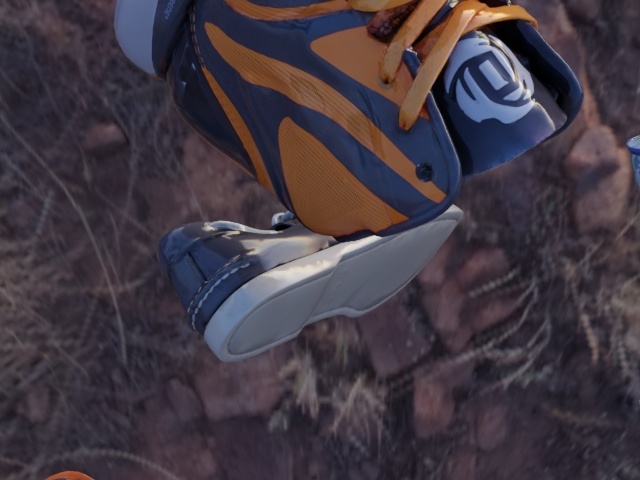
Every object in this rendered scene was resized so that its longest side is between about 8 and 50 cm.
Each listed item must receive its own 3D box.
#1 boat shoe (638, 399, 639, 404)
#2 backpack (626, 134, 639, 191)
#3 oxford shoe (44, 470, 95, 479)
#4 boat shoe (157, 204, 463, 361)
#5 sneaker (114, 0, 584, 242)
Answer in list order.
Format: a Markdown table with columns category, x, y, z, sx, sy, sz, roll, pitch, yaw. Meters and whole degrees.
| category | x | y | z | sx | sy | sz | roll | pitch | yaw |
| --- | --- | --- | --- | --- | --- | --- | --- | --- | --- |
| boat shoe | 0.425 | 0.173 | 1.536 | 0.095 | 0.254 | 0.079 | 41 | 78 | -24 |
| backpack | 0.353 | -0.090 | 1.489 | 0.114 | 0.105 | 0.084 | -14 | 101 | 4 |
| oxford shoe | -0.158 | 0.311 | 1.416 | 0.130 | 0.363 | 0.133 | -47 | 118 | -16 |
| boat shoe | 0.000 | 0.000 | 0.772 | 0.065 | 0.075 | 0.206 | 45 | 33 | 18 |
| sneaker | 0.042 | -0.124 | 0.577 | 0.124 | 0.321 | 0.180 | -31 | 70 | -35 |
